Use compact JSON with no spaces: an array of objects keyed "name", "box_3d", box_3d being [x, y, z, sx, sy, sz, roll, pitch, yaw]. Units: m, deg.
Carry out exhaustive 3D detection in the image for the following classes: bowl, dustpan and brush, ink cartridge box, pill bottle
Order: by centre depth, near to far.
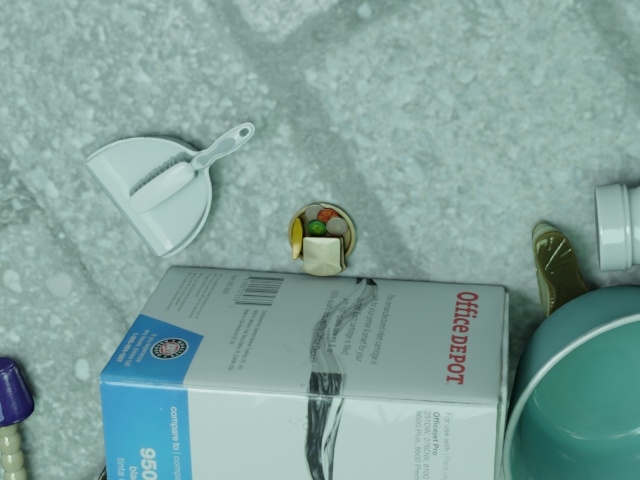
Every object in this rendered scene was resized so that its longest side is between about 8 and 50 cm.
[{"name":"pill bottle","box_3d":[0.397,-0.019,1.346,0.222,0.124,0.124,-4,110,9]},{"name":"bowl","box_3d":[0.329,0.172,1.388,0.312,0.163,0.311,-2,116,-5]},{"name":"ink cartridge box","box_3d":[-0.001,0.161,1.389,0.395,0.285,0.166,3,112,8]},{"name":"dustpan and brush","box_3d":[-0.151,-0.077,1.444,0.211,0.060,0.147,-33,102,19]}]

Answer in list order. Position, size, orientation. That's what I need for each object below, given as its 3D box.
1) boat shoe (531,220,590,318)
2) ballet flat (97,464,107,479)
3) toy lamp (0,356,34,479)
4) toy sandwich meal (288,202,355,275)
[{"name":"boat shoe","box_3d":[0.265,0.052,1.442,0.056,0.048,0.153,-21,113,3]},{"name":"ballet flat","box_3d":[-0.235,0.286,1.587,0.058,0.084,0.250,29,106,-1]},{"name":"toy lamp","box_3d":[-0.378,0.275,1.602,0.080,0.080,0.274,-2,109,9]},{"name":"toy sandwich meal","box_3d":[0.000,0.000,1.466,0.086,0.029,0.085,3,111,8]}]
